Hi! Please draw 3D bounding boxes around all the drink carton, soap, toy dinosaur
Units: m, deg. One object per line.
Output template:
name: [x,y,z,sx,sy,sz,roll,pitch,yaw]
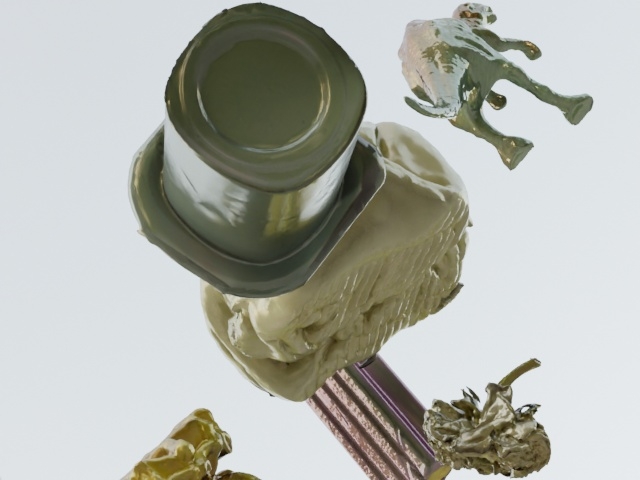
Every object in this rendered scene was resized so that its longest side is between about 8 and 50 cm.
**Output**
drink carton: [-0.047,-0.072,1.121,0.191,0.185,0.189,-50,-2,-18]
soap: [0.077,0.233,1.787,0.065,0.203,0.122,-25,-26,-38]
toy dinosaur: [0.148,-0.152,1.402,0.393,0.205,0.092,-32,-24,-54]

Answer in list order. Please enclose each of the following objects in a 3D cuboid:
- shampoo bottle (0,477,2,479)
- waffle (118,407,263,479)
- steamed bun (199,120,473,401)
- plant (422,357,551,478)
shampoo bottle: [-0.366,0.363,1.674,0.074,0.192,0.074,-22,-11,-4]
waffle: [-0.198,0.316,1.385,0.324,0.151,0.261,-42,-1,-1]
steamed bun: [0.000,0.000,1.640,0.346,0.237,0.394,-49,-23,15]
plant: [0.158,0.156,1.287,0.116,0.104,0.122,21,-102,-10]
